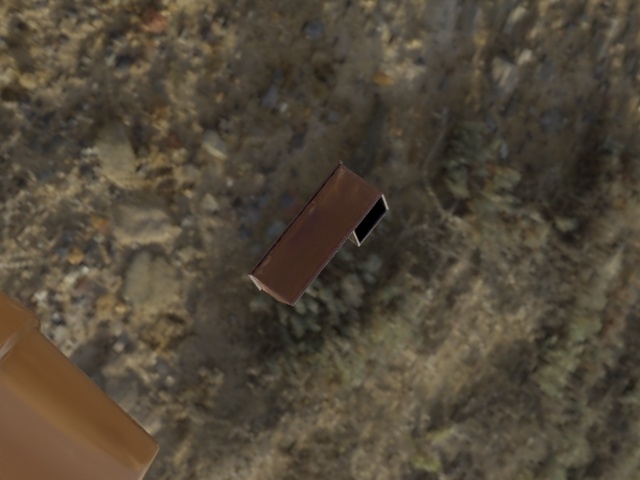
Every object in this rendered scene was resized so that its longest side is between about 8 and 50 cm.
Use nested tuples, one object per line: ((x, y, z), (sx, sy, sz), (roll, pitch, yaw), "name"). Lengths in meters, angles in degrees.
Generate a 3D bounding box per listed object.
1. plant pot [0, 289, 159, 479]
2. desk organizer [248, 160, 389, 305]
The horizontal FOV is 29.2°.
((-0.268, 0.206, 1.002), (0.290, 0.203, 0.291), (-59, -179, 2), "plant pot")
((0.000, 0.000, 1.078), (0.130, 0.050, 0.047), (-51, 160, -9), "desk organizer")
